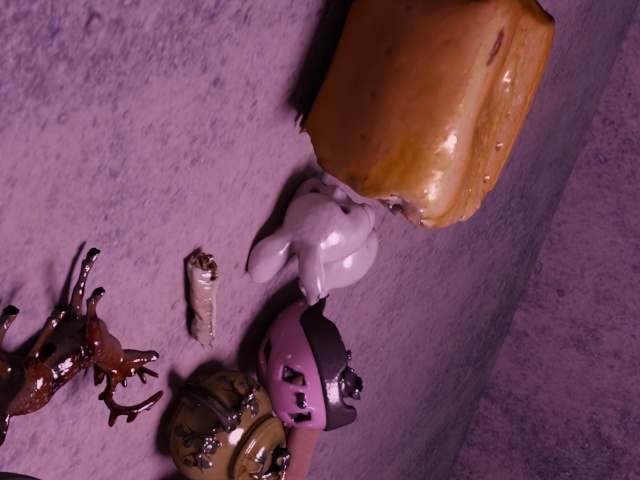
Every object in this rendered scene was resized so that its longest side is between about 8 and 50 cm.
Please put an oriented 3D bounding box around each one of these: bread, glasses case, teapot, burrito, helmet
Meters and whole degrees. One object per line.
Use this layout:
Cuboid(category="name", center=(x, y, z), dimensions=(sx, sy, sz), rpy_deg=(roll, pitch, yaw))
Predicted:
Cuboid(category="bread", center=(0.150, -0.243, 1.721), dimensions=(0.361, 0.250, 0.394), rpy_deg=(-19, 130, -65))
Cuboid(category="glasses case", center=(-0.040, 0.335, 2.290), dimensions=(0.102, 0.070, 0.193), rpy_deg=(-82, -174, -61))
Cuboid(category="teapot", center=(-0.123, 0.280, 1.827), dimensions=(0.173, 0.183, 0.269), rpy_deg=(-53, 158, -20))
Cuboid(category="burrito", center=(-0.158, 0.085, 1.698), dimensions=(0.185, 0.041, 0.045), rpy_deg=(95, -11, -46))
Cuboid(category="helmet", center=(-0.029, 0.195, 1.959), dimensions=(0.154, 0.253, 0.198), rpy_deg=(-16, 112, -16))

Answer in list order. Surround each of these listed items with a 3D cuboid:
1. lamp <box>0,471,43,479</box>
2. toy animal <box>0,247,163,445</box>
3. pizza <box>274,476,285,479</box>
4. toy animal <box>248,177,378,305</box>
Cuboid(category="lamp", center=(-0.350, 0.361, 1.336), dimensions=(0.265, 0.233, 0.233), rpy_deg=(-13, 128, -61))
Cuboid(category="toy animal", center=(-0.282, 0.135, 1.436), dimensions=(0.243, 0.087, 0.260), rpy_deg=(-25, 143, -37))
Cuboid(category="pizza", center=(-0.176, 0.461, 1.978), dimensions=(0.288, 0.075, 0.280), rpy_deg=(-42, 170, 22))
Cuboid(category="toy animal", center=(0.001, 0.007, 1.848), dimensions=(0.178, 0.127, 0.193), rpy_deg=(-61, 163, 4))
